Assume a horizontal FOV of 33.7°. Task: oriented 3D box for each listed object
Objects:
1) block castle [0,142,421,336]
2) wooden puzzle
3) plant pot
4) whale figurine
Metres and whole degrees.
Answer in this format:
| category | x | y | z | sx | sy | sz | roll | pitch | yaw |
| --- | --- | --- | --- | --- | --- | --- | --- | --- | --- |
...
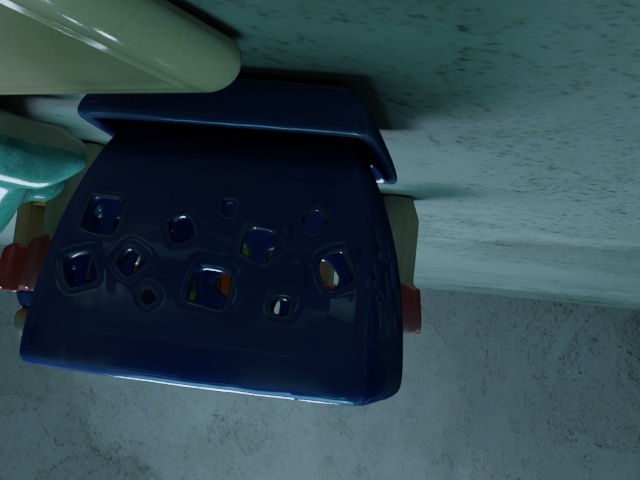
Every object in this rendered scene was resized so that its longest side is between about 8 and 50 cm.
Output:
| category | x | y | z | sx | sy | sz | roll | pitch | yaw |
| --- | --- | --- | --- | --- | --- | --- | --- | --- | --- |
| block castle | -0.135 | 0.035 | 1.238 | 0.453 | 0.213 | 0.303 | 8 | 175 | -24 |
| wooden puzzle | -0.196 | -0.122 | 0.582 | 0.238 | 0.044 | 0.221 | -2 | 171 | 27 |
| plant pot | -0.056 | 0.001 | 0.778 | 0.235 | 0.212 | 0.236 | 4 | 175 | 10 |
| whale figurine | -0.319 | -0.049 | 0.924 | 0.272 | 0.141 | 0.216 | 0 | 172 | 43 |
